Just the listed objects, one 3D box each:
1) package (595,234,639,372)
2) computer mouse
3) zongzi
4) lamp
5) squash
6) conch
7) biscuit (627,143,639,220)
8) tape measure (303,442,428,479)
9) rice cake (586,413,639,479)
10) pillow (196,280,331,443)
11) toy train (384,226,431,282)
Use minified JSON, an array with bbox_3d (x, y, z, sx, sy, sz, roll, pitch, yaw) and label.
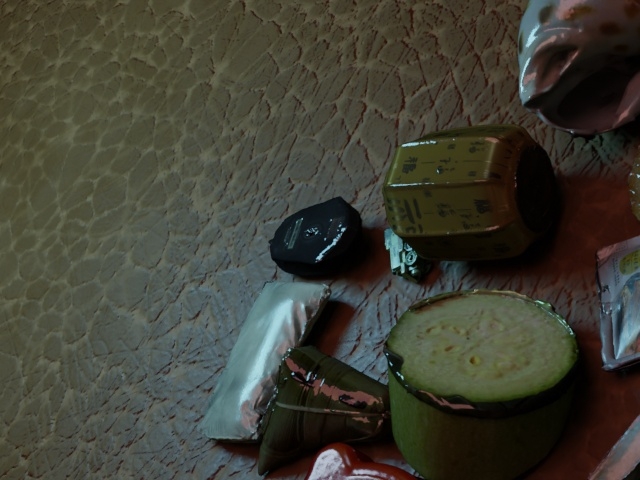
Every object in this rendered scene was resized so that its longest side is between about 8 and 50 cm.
[{"bbox_3d":[0.375,0.049,1.713,0.173,0.027,0.171,-25,41,30],"label":"package"},{"bbox_3d":[0.000,0.000,2.047,0.172,0.057,0.099,-7,58,50],"label":"computer mouse"},{"bbox_3d":[0.018,0.236,1.876,0.189,0.081,0.178,25,106,28],"label":"zongzi"},{"bbox_3d":[0.175,-0.056,1.869,0.185,0.161,0.161,0,62,37],"label":"lamp"},{"bbox_3d":[0.182,0.153,1.749,0.220,0.133,0.220,-7,40,6],"label":"squash"},{"bbox_3d":[0.331,-0.247,1.877,0.275,0.183,0.149,-43,11,-2],"label":"conch"},{"bbox_3d":[0.424,-0.098,1.746,0.220,0.033,0.220,-40,30,28],"label":"biscuit"},{"bbox_3d":[0.043,0.363,1.713,0.260,0.114,0.253,24,78,43],"label":"tape measure"},{"bbox_3d":[0.351,0.188,1.638,0.211,0.034,0.043,-48,51,1],"label":"rice cake"},{"bbox_3d":[-0.072,0.150,1.996,0.128,0.051,0.229,6,64,49],"label":"pillow"},{"bbox_3d":[0.107,0.015,1.962,0.053,0.033,0.083,-26,48,30],"label":"toy train"}]
